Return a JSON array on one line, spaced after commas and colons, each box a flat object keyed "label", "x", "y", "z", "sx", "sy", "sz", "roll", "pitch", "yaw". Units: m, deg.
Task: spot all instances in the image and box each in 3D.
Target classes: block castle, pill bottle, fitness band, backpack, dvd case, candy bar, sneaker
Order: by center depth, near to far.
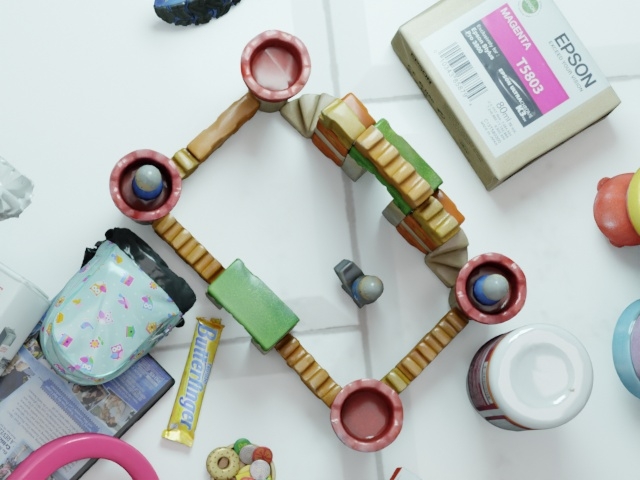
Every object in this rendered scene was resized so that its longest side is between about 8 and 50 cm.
[{"label": "fitness band", "x": -0.304, "y": 0.362, "z": 1.868, "sx": 0.209, "sy": 0.054, "sz": 0.291, "roll": 44, "pitch": 73, "yaw": -17}, {"label": "backpack", "x": -0.253, "y": 0.087, "z": 1.890, "sx": 0.152, "sy": 0.115, "sz": 0.182, "roll": 44, "pitch": 74, "yaw": -2}, {"label": "pill bottle", "x": 0.240, "y": 0.166, "z": 1.893, "sx": 0.121, "sy": 0.221, "sz": 0.121, "roll": 1, "pitch": 83, "yaw": -5}, {"label": "block castle", "x": 0.000, "y": 0.000, "z": 1.898, "sx": 0.303, "sy": 0.213, "sz": 0.453, "roll": -44, "pitch": 88, "yaw": -9}, {"label": "dvd case", "x": -0.326, "y": 0.197, "z": 1.931, "sx": 0.180, "sy": 0.022, "sz": 0.253, "roll": 45, "pitch": 77, "yaw": 1}, {"label": "candy bar", "x": -0.155, "y": 0.170, "z": 1.959, "sx": 0.040, "sy": 0.018, "sz": 0.161, "roll": 16, "pitch": 82, "yaw": -3}, {"label": "sneaker", "x": -0.122, "y": -0.349, "z": 2.008, "sx": 0.221, "sy": 0.083, "sz": 0.087, "roll": -36, "pitch": 74, "yaw": -14}]

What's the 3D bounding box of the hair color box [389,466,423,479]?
[{"label": "hair color box", "x": 0.140, "y": 0.360, "z": 1.944, "sx": 0.167, "sy": 0.053, "sz": 0.093, "roll": 34, "pitch": 80, "yaw": 1}]

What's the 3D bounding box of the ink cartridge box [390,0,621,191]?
[{"label": "ink cartridge box", "x": 0.232, "y": -0.212, "z": 2.010, "sx": 0.193, "sy": 0.088, "sz": 0.235, "roll": -33, "pitch": 86, "yaw": -7}]

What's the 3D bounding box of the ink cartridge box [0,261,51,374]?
[{"label": "ink cartridge box", "x": -0.448, "y": 0.109, "z": 1.881, "sx": 0.158, "sy": 0.092, "sz": 0.218, "roll": 30, "pitch": 78, "yaw": 21}]

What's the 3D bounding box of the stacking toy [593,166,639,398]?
[{"label": "stacking toy", "x": 0.472, "y": 0.051, "z": 2.014, "sx": 0.279, "sy": 0.130, "sz": 0.309, "roll": -1, "pitch": 85, "yaw": -32}]

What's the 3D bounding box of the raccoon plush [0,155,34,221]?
[{"label": "raccoon plush", "x": -0.541, "y": -0.041, "z": 1.776, "sx": 0.216, "sy": 0.446, "sz": 0.299, "roll": 43, "pitch": 80, "yaw": -31}]

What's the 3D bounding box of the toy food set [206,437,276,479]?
[{"label": "toy food set", "x": -0.094, "y": 0.285, "z": 1.948, "sx": 0.082, "sy": 0.020, "sz": 0.083, "roll": -18, "pitch": 84, "yaw": -7}]
